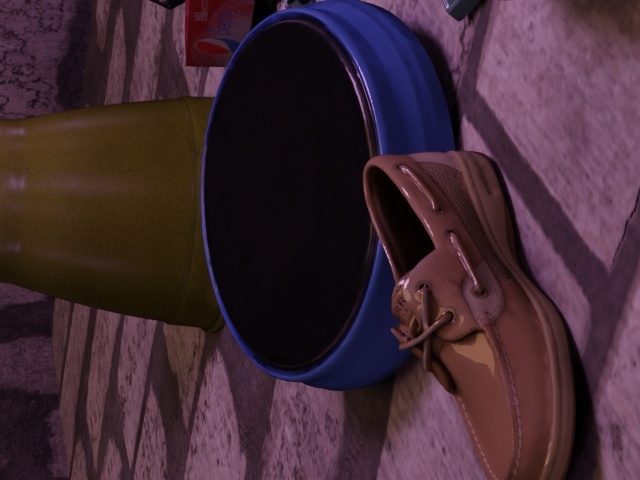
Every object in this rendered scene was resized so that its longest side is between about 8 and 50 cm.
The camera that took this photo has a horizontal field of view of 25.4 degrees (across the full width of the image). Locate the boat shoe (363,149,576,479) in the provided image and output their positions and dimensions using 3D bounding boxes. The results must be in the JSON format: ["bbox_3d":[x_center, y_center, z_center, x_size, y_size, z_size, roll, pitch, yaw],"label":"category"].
[{"bbox_3d":[0.106,0.062,1.115,0.341,0.110,0.121,-105,25,-45],"label":"boat shoe"}]

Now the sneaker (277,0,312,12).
[{"bbox_3d":[-0.035,-0.297,1.753,0.069,0.038,0.098,-115,33,-55],"label":"sneaker"}]

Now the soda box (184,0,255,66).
[{"bbox_3d":[-0.138,-0.319,1.927,0.263,0.092,0.083,113,157,-75],"label":"soda box"}]

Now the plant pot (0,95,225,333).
[{"bbox_3d":[-0.323,-0.052,2.106,0.366,0.353,0.366,-176,90,-73],"label":"plant pot"}]

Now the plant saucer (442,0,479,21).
[{"bbox_3d":[0.103,-0.293,1.260,0.067,0.018,0.192,-44,60,56],"label":"plant saucer"}]

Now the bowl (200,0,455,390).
[{"bbox_3d":[-0.009,-0.046,1.407,0.391,0.077,0.391,1,91,58],"label":"bowl"}]

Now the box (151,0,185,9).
[{"bbox_3d":[-0.178,-0.429,2.016,0.220,0.051,0.175,-64,-2,-71],"label":"box"}]
